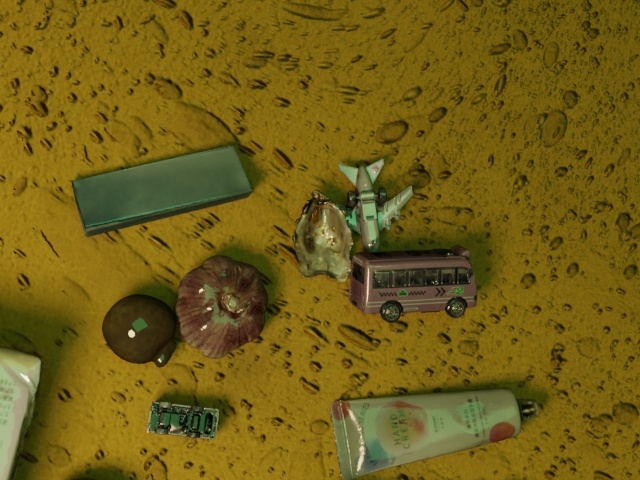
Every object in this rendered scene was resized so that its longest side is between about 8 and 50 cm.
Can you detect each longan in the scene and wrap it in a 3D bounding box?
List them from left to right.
[{"bbox_3d":[-0.265,0.136,1.395,0.106,0.106,0.119,-44,96,-19],"label":"longan"}]

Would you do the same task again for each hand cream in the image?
[{"bbox_3d":[0.189,0.295,1.497,0.341,0.078,0.124,-7,81,-11],"label":"hand cream"}]

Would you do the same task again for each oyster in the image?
[{"bbox_3d":[0.005,-0.008,1.518,0.103,0.051,0.148,3,97,-8],"label":"oyster"}]

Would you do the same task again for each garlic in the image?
[{"bbox_3d":[-0.150,0.098,1.430,0.147,0.102,0.159,33,71,-4],"label":"garlic"}]

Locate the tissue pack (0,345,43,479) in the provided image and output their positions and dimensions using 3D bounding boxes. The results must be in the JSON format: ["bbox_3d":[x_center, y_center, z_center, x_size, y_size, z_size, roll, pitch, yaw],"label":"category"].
[{"bbox_3d":[-0.600,0.273,1.220,0.405,0.205,0.331,13,75,-12],"label":"tissue pack"}]

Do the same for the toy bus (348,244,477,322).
[{"bbox_3d":[0.150,0.066,1.503,0.199,0.096,0.108,-2,101,-17],"label":"toy bus"}]

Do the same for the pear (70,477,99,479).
[{"bbox_3d":[-0.331,0.412,1.315,0.141,0.104,0.141,-1,60,2],"label":"pear"}]

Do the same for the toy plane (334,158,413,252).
[{"bbox_3d":[0.078,-0.048,1.544,0.162,0.065,0.171,-7,75,-4],"label":"toy plane"}]

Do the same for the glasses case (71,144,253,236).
[{"bbox_3d":[-0.249,-0.074,1.476,0.266,0.056,0.105,-14,58,-17],"label":"glasses case"}]

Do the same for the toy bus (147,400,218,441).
[{"bbox_3d":[-0.206,0.272,1.400,0.102,0.058,0.052,8,77,-8],"label":"toy bus"}]
